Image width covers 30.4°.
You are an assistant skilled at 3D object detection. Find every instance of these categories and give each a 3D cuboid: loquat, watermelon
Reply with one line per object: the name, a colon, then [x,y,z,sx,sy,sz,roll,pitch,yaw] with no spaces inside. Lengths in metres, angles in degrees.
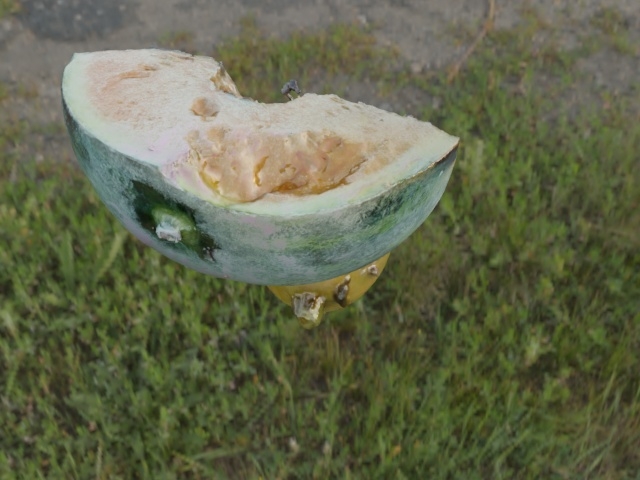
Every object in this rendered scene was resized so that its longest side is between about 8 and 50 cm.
loquat: [0.000,0.000,1.242,0.149,0.172,0.204,17,55,-20]
watermelon: [-0.072,-0.025,0.955,0.322,0.188,0.175,17,41,19]
